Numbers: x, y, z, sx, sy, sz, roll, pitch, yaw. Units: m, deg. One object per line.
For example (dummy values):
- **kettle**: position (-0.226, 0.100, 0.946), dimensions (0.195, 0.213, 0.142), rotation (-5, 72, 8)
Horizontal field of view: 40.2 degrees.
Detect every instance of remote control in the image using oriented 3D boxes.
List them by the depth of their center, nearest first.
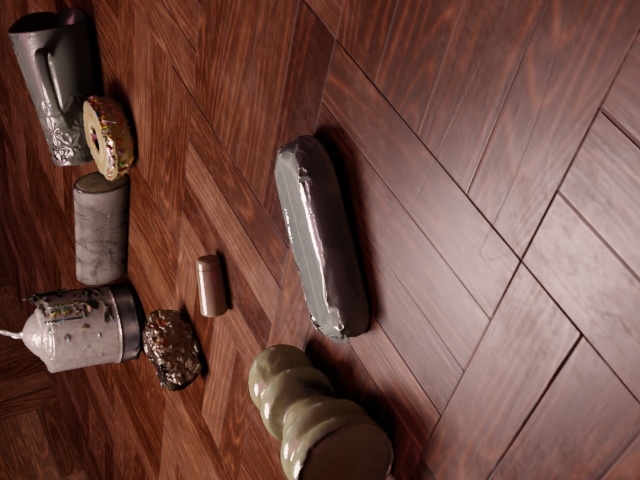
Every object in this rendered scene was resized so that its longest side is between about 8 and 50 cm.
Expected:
- **remote control**: position (0.000, 0.000, 1.025), dimensions (0.104, 0.052, 0.247), rotation (6, 112, 64)

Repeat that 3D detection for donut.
- **donut**: position (-0.411, -0.203, 1.707), dimensions (0.174, 0.068, 0.175), rotation (43, 142, 47)

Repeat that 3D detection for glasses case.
- **glasses case**: position (-0.469, -0.021, 1.869), dimensions (0.060, 0.114, 0.299), rotation (56, 148, 32)

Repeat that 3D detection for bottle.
- **bottle**: position (-0.177, 0.073, 1.422), dimensions (0.045, 0.045, 0.096), rotation (25, 123, 58)

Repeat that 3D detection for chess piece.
- **chess piece**: position (-0.022, 0.221, 1.113), dimensions (0.243, 0.133, 0.133), rotation (43, 140, 54)

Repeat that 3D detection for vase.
- **vase**: position (-0.524, -0.303, 1.767), dimensions (0.251, 0.156, 0.301), rotation (-105, 8, -69)

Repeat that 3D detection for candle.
- **candle**: position (-0.563, 0.198, 1.945), dimensions (0.187, 0.330, 0.187), rotation (25, 118, 60)

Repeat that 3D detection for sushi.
- **sushi**: position (-0.278, 0.204, 1.643), dimensions (0.150, 0.090, 0.078), rotation (65, 156, 15)

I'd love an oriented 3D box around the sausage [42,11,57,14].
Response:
- **sausage**: position (-0.582, -0.456, 1.904), dimensions (0.141, 0.076, 0.076), rotation (40, 137, 49)
